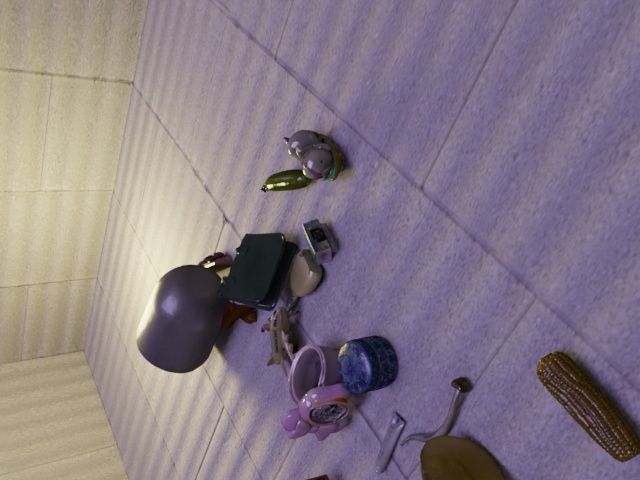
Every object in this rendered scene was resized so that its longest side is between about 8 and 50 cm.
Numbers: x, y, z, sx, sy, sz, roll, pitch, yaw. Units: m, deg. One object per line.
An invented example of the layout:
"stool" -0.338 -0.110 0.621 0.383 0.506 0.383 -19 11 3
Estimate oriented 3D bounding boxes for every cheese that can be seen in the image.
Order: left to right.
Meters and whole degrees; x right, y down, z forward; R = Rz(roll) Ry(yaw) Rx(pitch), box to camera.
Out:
"cheese" -0.071 0.149 1.853 0.127 0.054 0.252 60 136 36

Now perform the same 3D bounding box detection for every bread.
"bread" -0.294 0.270 2.158 0.157 0.044 0.052 20 115 51

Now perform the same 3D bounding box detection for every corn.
"corn" 0.508 0.314 1.095 0.231 0.080 0.080 54 132 32

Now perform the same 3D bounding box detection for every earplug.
"earplug" -0.523 0.278 2.234 0.313 0.312 0.394 57 134 33

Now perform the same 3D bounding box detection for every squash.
"squash" -0.111 -0.195 1.865 0.252 0.066 0.066 0 93 52

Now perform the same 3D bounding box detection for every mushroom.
"mushroom" 0.289 0.450 1.425 0.068 0.043 0.306 -109 36 -47

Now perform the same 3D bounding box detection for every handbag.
"handbag" -0.213 0.096 1.915 0.260 0.079 0.248 5 69 46

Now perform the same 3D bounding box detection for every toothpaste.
"toothpaste" 0.186 0.560 1.571 0.048 0.031 0.191 39 119 47

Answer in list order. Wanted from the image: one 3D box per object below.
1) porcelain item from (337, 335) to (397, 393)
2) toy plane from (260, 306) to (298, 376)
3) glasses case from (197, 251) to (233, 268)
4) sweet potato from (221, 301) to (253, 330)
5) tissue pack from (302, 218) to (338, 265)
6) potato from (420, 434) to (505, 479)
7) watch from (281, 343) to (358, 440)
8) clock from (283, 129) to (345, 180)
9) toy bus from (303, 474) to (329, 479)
"porcelain item" 0.123 0.339 1.565 0.147 0.114 0.147 6 98 51
"toy plane" -0.132 0.323 1.902 0.242 0.104 0.256 43 129 45
"glasses case" -0.442 0.085 2.291 0.193 0.102 0.070 -21 69 51
"sweet potato" -0.245 0.190 2.036 0.359 0.112 0.112 -45 58 33
"tissue pack" 0.001 0.001 1.733 0.085 0.079 0.111 81 167 -62
"potato" 0.315 0.573 1.306 0.203 0.178 0.158 25 129 34
"watch" -0.001 0.439 1.705 0.248 0.210 0.218 -54 34 30
"clock" -0.016 -0.250 1.674 0.231 0.144 0.103 52 132 35
"toy bus" -0.066 0.908 1.791 0.427 0.203 0.233 -51 50 44
